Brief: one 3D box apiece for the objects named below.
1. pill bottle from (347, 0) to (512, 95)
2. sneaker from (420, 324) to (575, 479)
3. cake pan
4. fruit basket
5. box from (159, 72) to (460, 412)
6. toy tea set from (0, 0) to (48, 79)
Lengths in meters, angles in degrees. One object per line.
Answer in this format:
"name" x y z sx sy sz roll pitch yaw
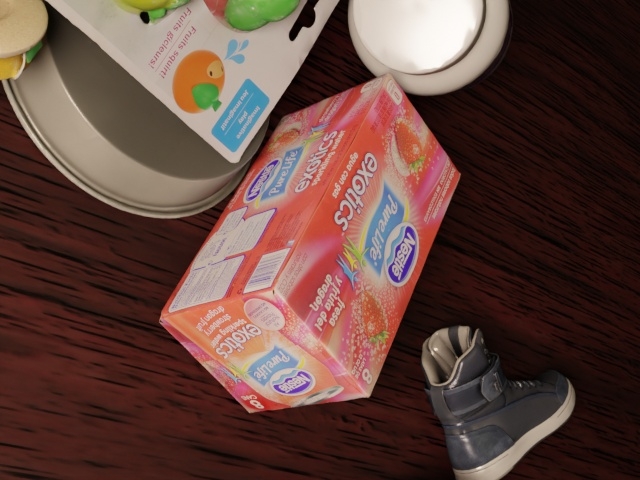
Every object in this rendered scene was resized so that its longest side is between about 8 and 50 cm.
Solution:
"pill bottle" 0.122 -0.242 1.066 0.169 0.169 0.301 65 15 -3
"sneaker" 0.204 0.156 1.125 0.226 0.086 0.163 -28 97 -46
"cake pan" -0.157 -0.167 0.920 0.293 0.054 0.293 20 60 -39
"fruit basket" -0.077 -0.279 0.802 0.353 0.165 0.327 40 78 -43
"box" 0.000 0.000 0.933 0.142 0.154 0.300 51 44 -26
"toy tea set" -0.322 -0.127 0.725 0.200 0.124 0.336 32 50 6
